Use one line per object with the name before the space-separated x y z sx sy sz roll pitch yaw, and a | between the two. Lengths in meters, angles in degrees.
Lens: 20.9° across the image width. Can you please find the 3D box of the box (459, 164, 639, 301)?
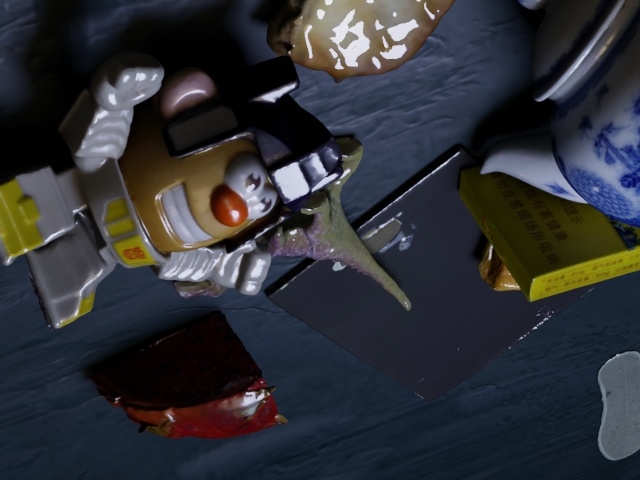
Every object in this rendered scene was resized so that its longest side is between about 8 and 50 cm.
box | 0.286 -0.040 1.633 0.279 0.153 0.041 -16 138 -15

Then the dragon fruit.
dragon fruit | -0.124 0.160 1.679 0.161 0.127 0.120 -22 134 -5

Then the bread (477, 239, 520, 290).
bread | 0.224 0.011 1.732 0.132 0.053 0.074 -9 134 -20

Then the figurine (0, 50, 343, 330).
figurine | -0.127 -0.049 1.419 0.309 0.143 0.308 -21 158 -9

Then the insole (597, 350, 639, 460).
insole | 0.365 0.199 2.077 0.080 0.003 0.232 -22 141 -5

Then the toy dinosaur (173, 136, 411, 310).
toy dinosaur | -0.002 -0.004 1.609 0.251 0.072 0.199 -9 145 -29

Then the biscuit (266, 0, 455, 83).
biscuit | 0.057 -0.250 1.369 0.154 0.045 0.299 -2 135 -25

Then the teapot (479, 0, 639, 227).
teapot | 0.283 -0.149 1.475 0.280 0.252 0.424 34 137 -7

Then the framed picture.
framed picture | 0.127 0.046 1.769 0.244 0.013 0.324 -38 140 14
